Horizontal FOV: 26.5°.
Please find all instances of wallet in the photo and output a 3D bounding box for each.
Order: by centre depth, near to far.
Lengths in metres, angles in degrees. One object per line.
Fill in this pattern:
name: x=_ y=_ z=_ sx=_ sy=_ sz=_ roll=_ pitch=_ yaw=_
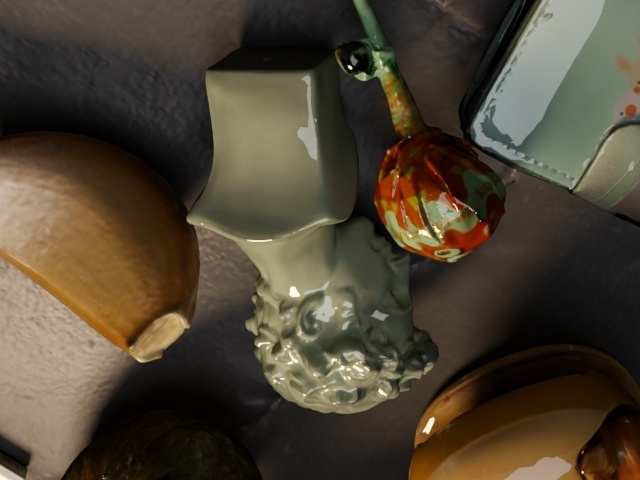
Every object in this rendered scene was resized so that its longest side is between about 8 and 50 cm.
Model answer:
wallet: x=0.236 y=-0.096 z=0.937 sx=0.250 sy=0.075 sz=0.176 roll=23 pitch=112 yaw=-14

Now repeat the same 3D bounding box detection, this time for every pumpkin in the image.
pumpkin: x=-0.134 y=0.245 z=1.024 sx=0.162 sy=0.219 sz=0.219 roll=16 pitch=121 yaw=-47

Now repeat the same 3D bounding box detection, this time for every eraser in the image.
eraser: x=-0.279 y=0.177 z=1.086 sx=0.083 sy=0.019 sz=0.038 roll=36 pitch=112 yaw=-21

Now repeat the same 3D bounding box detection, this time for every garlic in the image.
garlic: x=-0.178 y=-0.007 z=0.945 sx=0.206 sy=0.128 sz=0.115 roll=30 pitch=156 yaw=-11

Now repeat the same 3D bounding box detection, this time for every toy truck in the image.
toy truck: x=0.182 y=0.213 z=1.028 sx=0.204 sy=0.212 sz=0.288 roll=-26 pitch=121 yaw=10

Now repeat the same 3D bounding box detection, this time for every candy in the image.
candy: x=0.043 y=-0.121 z=0.886 sx=0.084 sy=0.078 sz=0.288 roll=-12 pitch=102 yaw=50

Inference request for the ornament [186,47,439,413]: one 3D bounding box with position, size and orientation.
ornament: x=-0.015 y=0.000 z=0.950 sx=0.130 sy=0.120 sz=0.285 roll=-10 pitch=119 yaw=24
